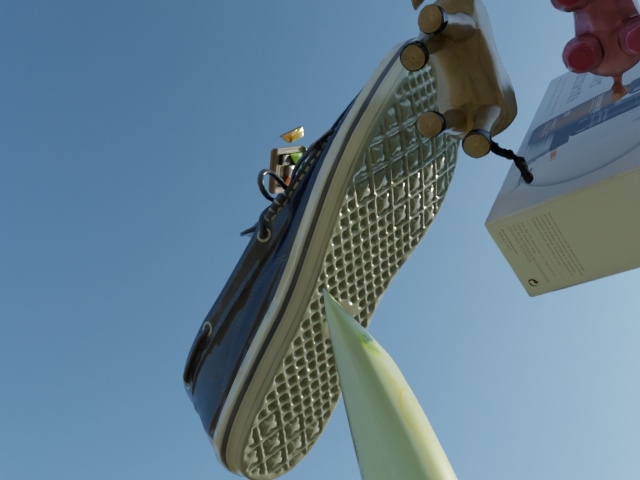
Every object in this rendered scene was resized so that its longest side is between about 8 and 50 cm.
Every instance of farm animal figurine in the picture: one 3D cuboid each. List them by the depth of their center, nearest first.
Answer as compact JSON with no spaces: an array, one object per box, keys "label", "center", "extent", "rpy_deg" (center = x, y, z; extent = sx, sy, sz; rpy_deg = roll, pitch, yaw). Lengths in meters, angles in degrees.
[{"label":"farm animal figurine","center":[0.120,-0.257,0.379],"extent":[0.327,0.172,0.330],"rpy_deg":[40,-55,6]}]

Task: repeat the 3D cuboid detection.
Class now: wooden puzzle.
[{"label":"wooden puzzle","center":[-0.047,-0.106,0.830],"extent":[0.014,0.078,0.116],"rpy_deg":[18,-62,35]}]

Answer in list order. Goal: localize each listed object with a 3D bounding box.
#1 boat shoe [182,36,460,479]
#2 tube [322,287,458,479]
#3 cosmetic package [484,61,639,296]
[{"label":"boat shoe","center":[0.000,0.000,0.612],"extent":[0.187,0.156,0.500],"rpy_deg":[30,-94,-48]},{"label":"tube","center":[0.050,0.132,0.359],"extent":[0.062,0.240,0.070],"rpy_deg":[0,-54,-14]},{"label":"cosmetic package","center":[0.346,-0.124,0.543],"extent":[0.284,0.377,0.097],"rpy_deg":[-22,-70,41]}]
